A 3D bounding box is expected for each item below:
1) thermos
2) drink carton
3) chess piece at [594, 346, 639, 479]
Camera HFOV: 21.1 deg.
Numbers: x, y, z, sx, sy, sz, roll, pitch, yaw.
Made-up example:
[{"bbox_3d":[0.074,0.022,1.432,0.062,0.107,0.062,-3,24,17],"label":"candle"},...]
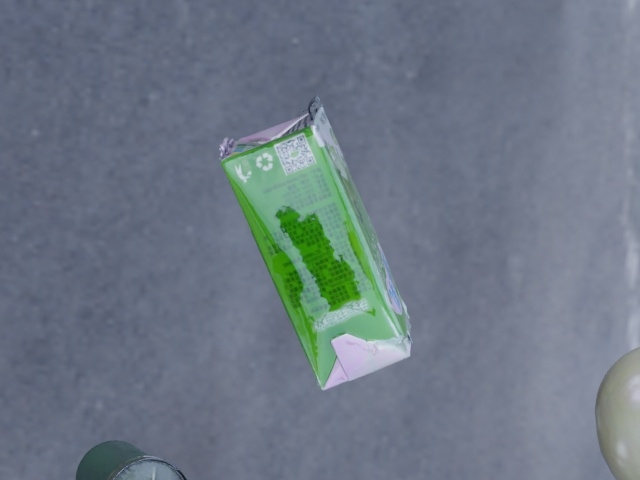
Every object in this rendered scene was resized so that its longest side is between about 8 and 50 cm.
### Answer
[{"bbox_3d":[-0.166,0.215,1.456,0.083,0.073,0.188,-67,-164,-7],"label":"thermos"},{"bbox_3d":[0.000,0.000,1.756,0.161,0.108,0.271,-75,142,-77],"label":"drink carton"},{"bbox_3d":[0.342,0.105,1.205,0.167,0.300,0.167,-11,90,-77],"label":"chess piece"}]
